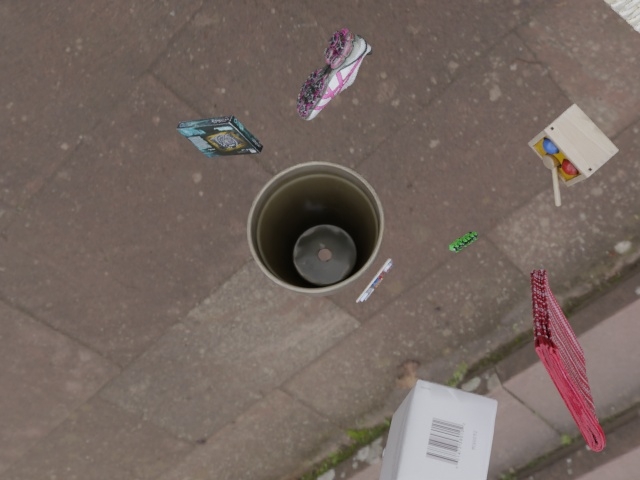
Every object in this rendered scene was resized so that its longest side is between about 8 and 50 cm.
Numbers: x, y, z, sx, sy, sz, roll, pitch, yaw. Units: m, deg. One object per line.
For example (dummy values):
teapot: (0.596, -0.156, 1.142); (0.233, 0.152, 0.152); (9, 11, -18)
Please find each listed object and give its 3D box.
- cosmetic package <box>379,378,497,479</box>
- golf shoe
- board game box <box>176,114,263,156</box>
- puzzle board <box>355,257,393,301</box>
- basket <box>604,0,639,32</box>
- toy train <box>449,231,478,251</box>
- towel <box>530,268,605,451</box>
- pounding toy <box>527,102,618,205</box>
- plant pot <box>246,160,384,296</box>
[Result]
cosmetic package: (0.214, 0.416, 1.219); (0.155, 0.197, 0.365); (13, 157, 6)
golf shoe: (0.026, -0.296, 1.156); (0.086, 0.067, 0.186); (13, 126, -39)
board game box: (-0.249, -0.255, 1.536); (0.186, 0.026, 0.126); (2, 153, 36)
puzzle board: (0.103, 0.075, 1.141); (0.011, 0.128, 0.096); (37, 92, 10)
basket: (0.708, -0.664, 1.286); (0.328, 0.266, 0.331); (23, 138, -30)
toy train: (0.302, 0.001, 1.316); (0.083, 0.024, 0.017); (-29, 126, -35)
towel: (0.396, 0.179, 1.005); (0.031, 0.275, 0.199); (-25, 103, 24)
pounding toy: (0.440, -0.148, 1.115); (0.100, 0.141, 0.130); (-41, 85, 0)
plant pot: (0.000, 0.000, 1.563); (0.323, 0.323, 0.280); (-11, 163, 2)
